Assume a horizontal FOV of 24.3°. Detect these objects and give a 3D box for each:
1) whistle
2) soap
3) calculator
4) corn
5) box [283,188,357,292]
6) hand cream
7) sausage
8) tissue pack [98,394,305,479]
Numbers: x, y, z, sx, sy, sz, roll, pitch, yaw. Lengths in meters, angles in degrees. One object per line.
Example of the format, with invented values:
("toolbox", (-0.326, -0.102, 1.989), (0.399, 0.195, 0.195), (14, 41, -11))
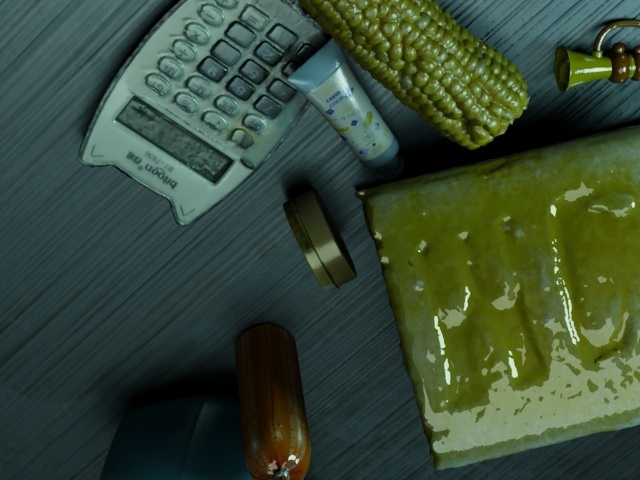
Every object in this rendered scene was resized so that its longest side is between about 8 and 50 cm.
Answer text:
("whistle", (0.287, -0.182, 1.469), (0.109, 0.057, 0.046), (-10, 169, -10))
("soap", (0.226, 0.051, 1.486), (0.335, 0.156, 0.293), (-12, 89, 2))
("calculator", (-0.106, -0.144, 1.445), (0.177, 0.040, 0.268), (34, 114, -25))
("corn", (0.070, -0.198, 1.396), (0.313, 0.102, 0.102), (37, 113, -22))
("box", (0.000, 0.000, 1.513), (0.037, 0.105, 0.105), (-27, 122, 5))
("hand cream", (0.032, -0.122, 1.459), (0.065, 0.043, 0.171), (-43, 131, -5))
("sausage", (-0.049, 0.182, 1.551), (0.071, 0.234, 0.071), (-3, 124, -5))
("tissue pack", (-0.110, 0.319, 1.649), (0.206, 0.198, 0.287), (-3, 125, 16))
